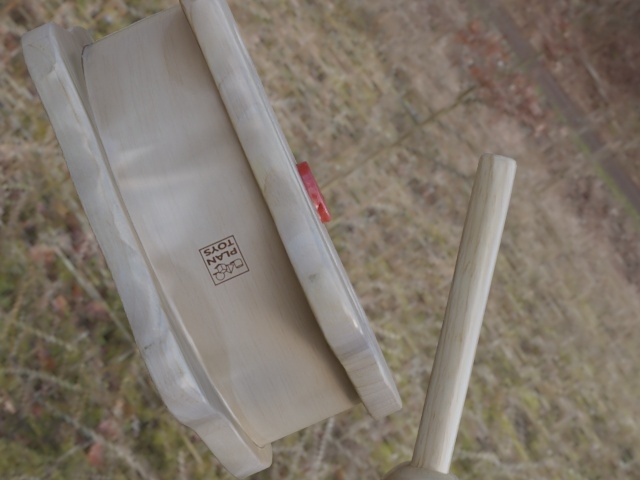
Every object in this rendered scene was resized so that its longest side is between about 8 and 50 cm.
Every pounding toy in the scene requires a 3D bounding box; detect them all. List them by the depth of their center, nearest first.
[{"bbox_3d":[0.000,0.000,0.503,0.154,0.155,0.269,55,11,-79],"label":"pounding toy"}]
